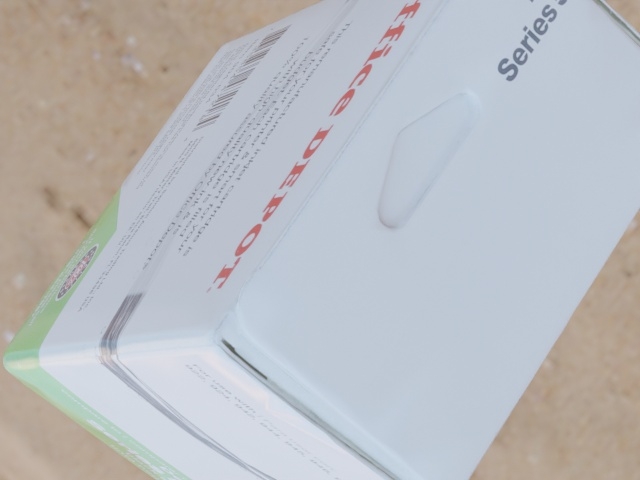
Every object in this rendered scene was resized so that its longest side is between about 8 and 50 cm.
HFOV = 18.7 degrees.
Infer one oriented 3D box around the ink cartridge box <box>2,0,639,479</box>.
[{"bbox_3d":[0.000,0.000,0.803,0.115,0.198,0.273,40,161,-17],"label":"ink cartridge box"}]
